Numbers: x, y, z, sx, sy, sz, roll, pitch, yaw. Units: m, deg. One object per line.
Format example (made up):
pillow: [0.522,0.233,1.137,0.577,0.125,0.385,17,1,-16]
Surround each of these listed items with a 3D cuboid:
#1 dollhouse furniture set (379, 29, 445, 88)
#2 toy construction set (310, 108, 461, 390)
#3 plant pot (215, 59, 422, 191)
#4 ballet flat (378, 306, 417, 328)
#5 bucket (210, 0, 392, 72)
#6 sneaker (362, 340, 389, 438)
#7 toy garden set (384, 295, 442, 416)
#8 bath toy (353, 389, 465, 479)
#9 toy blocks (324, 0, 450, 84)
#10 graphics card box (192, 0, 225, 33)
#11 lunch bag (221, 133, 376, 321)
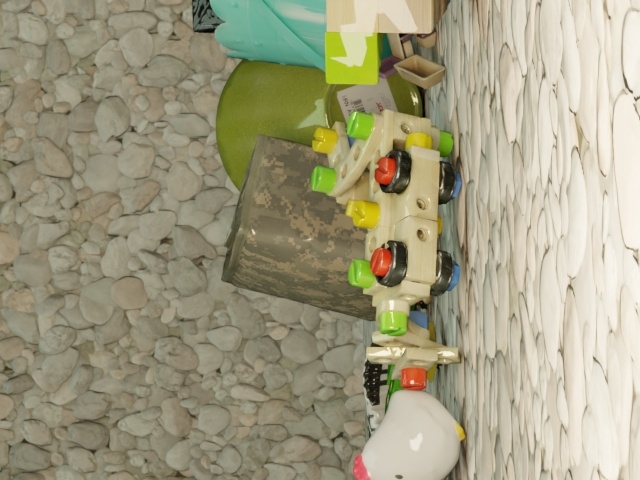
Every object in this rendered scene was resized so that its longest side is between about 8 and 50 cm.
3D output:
dollhouse furniture set: [0.112,-0.234,1.913,0.114,0.091,0.081,34,148,52]
toy construction set: [0.076,-0.002,1.816,0.215,0.151,0.327,-33,64,60]
plant pot: [0.024,-0.163,2.273,0.293,0.275,0.274,178,89,-72]
ballet flat: [0.117,0.053,2.411,0.070,0.070,0.188,97,169,-82]
bucket: [0.003,-0.330,2.003,0.281,0.183,0.281,15,-90,-73]
sneaker: [0.105,0.266,2.629,0.106,0.078,0.234,102,163,-76]
toy garden set: [0.124,0.135,2.134,0.244,0.049,0.203,-83,3,-45]
bath toy: [0.097,0.292,1.943,0.151,0.129,0.348,49,164,20]
toy blocks: [0.072,-0.358,1.572,0.261,0.191,0.381,-58,-32,-71]
graphics card box: [-0.036,-0.418,2.479,0.371,0.094,0.232,-6,-86,-49]
lunch bag: [0.000,0.000,2.164,0.287,0.235,0.169,115,167,-66]
